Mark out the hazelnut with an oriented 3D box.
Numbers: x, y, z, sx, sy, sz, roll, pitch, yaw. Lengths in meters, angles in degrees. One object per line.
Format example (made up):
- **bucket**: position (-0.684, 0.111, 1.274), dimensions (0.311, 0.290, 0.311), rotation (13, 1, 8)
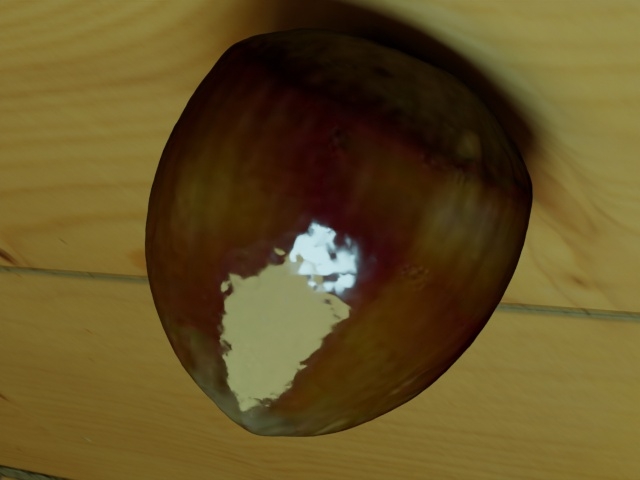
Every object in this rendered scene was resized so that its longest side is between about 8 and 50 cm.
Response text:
- **hazelnut**: position (0.000, 0.000, 0.977), dimensions (0.208, 0.208, 0.208), rotation (23, 159, 10)
